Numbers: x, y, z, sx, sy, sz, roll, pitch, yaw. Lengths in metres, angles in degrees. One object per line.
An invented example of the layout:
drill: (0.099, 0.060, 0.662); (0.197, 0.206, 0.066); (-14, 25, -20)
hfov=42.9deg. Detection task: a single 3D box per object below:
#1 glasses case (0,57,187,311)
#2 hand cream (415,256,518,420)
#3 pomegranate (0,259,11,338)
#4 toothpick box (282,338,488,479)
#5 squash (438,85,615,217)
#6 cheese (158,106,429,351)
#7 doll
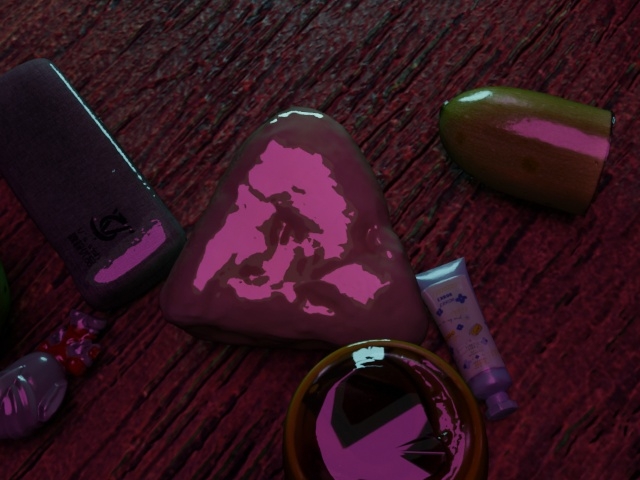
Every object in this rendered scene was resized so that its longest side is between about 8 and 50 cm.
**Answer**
glasses case: (-0.281, -0.071, 0.927); (0.131, 0.074, 0.323); (-37, 68, -10)
hand cream: (0.150, 0.098, 0.827); (0.065, 0.043, 0.171); (-19, 63, -3)
pomegranate: (-0.450, 0.059, 0.803); (0.270, 0.254, 0.254); (-16, 65, 10)
toothpick box: (0.054, 0.182, 0.671); (0.174, 0.271, 0.175); (-2, 66, 4)
squash: (0.214, -0.109, 0.875); (0.186, 0.123, 0.123); (20, 69, 13)
cheese: (0.000, 0.000, 0.813); (0.251, 0.174, 0.248); (13, 76, 12)
doll: (-0.288, 0.141, 0.835); (0.094, 0.079, 0.180); (20, 55, 29)
